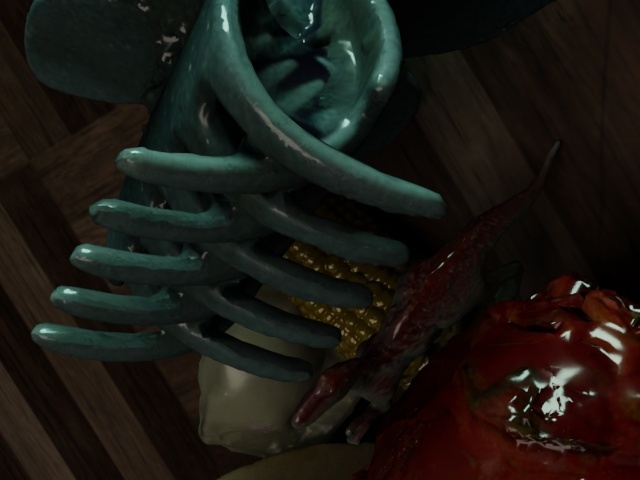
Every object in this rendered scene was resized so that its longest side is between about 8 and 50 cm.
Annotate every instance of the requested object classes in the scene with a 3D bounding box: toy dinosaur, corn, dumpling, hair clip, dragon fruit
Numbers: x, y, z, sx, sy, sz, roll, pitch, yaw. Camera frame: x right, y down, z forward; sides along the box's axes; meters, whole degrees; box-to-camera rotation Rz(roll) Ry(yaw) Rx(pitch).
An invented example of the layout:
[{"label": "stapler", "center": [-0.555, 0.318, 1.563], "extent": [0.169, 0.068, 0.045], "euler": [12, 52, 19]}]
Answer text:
[{"label": "toy dinosaur", "center": [0.080, 0.029, 1.166], "extent": [0.053, 0.167, 0.242], "euler": [41, 96, 19]}, {"label": "corn", "center": [-0.003, 0.002, 1.311], "extent": [0.260, 0.091, 0.091], "euler": [46, 126, 13]}, {"label": "dumpling", "center": [-0.025, 0.085, 1.380], "extent": [0.134, 0.100, 0.169], "euler": [8, 82, 3]}, {"label": "hair clip", "center": [-0.049, -0.074, 1.099], "extent": [0.392, 0.238, 0.318], "euler": [14, 149, -15]}, {"label": "dragon fruit", "center": [0.163, 0.171, 1.115], "extent": [0.301, 0.295, 0.295], "euler": [-38, 90, 7]}]

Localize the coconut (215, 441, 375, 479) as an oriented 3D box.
[{"label": "coconut", "center": [0.018, 0.294, 1.359], "extent": [0.328, 0.329, 0.329], "euler": [20, 128, 29]}]
